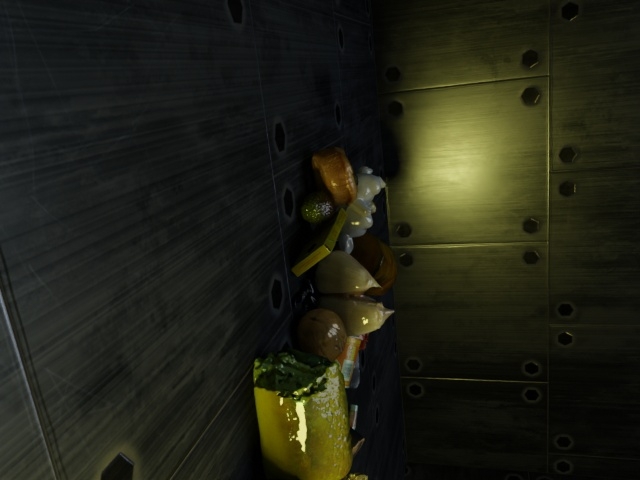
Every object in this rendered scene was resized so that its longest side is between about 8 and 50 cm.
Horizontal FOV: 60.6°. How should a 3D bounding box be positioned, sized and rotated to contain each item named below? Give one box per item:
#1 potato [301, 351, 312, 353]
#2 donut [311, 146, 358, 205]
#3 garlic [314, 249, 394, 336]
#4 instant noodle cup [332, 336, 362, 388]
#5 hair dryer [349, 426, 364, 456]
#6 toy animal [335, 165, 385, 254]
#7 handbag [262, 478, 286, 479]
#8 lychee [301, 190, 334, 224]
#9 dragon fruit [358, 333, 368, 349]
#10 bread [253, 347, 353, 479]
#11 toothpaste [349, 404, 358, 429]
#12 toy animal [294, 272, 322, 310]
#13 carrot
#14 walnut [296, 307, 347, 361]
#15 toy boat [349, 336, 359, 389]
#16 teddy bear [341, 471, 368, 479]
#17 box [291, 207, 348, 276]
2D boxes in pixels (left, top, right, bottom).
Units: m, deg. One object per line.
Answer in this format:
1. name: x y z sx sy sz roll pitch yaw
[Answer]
1. potato: -0.053 0.402 1.632 0.176 0.137 0.137 -28 115 -70
2. donut: 0.048 -0.227 1.951 0.226 0.113 0.227 163 -90 -79
3. garlic: 0.094 0.194 1.942 0.286 0.249 0.313 -70 -159 1
4. instant noodle cup: 0.061 0.435 1.992 0.168 0.168 0.185 40 58 -69
5. hair dryer: 0.017 0.728 1.877 0.107 0.189 0.352 -33 148 -43
6. toy animal: 0.126 -0.114 2.094 0.325 0.154 0.208 -58 -148 18
7. handbag: -0.116 0.755 1.270 0.275 0.177 0.302 -18 106 -74
8. lychee: -0.009 -0.111 1.858 0.146 0.114 0.114 -37 124 -61
9. dragon fruit: 0.130 0.402 2.277 0.136 0.133 0.166 48 3 19
10. bread: -0.037 0.484 1.452 0.251 0.208 0.377 -12 105 -29
11. toothpaste: 0.134 0.826 2.397 0.056 0.036 0.205 57 39 -59
12. toy animal: -0.042 0.179 1.835 0.108 0.062 0.220 62 24 -15
13. carrot: 0.191 0.097 2.301 0.340 0.241 0.242 36 54 -69
14. walnut: 0.004 0.308 1.780 0.197 0.165 0.165 59 32 -45
15. toy boat: 0.074 0.429 2.136 0.092 0.134 0.299 160 -70 -68
16. teddy bear: 0.046 0.798 1.706 0.156 0.256 0.267 -8 95 -69
17. box: 0.000 0.000 1.826 0.041 0.153 0.279 47 29 -13
